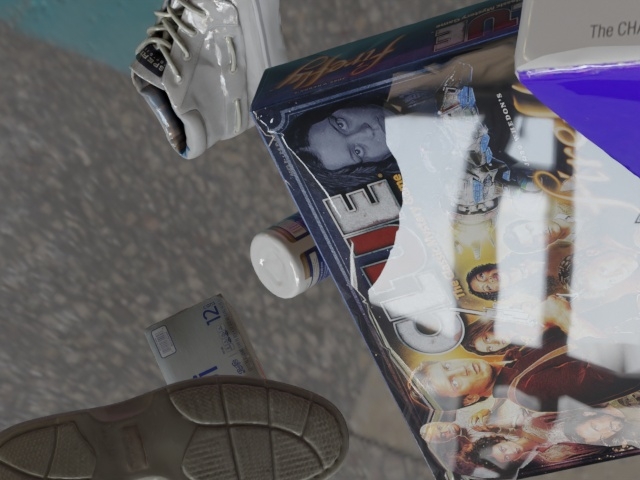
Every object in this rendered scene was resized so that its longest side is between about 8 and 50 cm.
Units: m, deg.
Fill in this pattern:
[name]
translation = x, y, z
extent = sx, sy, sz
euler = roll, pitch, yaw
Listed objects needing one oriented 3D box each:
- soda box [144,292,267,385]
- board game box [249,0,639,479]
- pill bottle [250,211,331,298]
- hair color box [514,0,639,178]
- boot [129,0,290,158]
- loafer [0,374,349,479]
[soda box]
translation = -0.076, 0.204, 1.586
extent = 0.091, 0.098, 0.286
euler = -26, 75, 0
[board game box]
translation = 0.092, 0.007, 0.742
extent = 0.165, 0.042, 0.243
euler = -15, 121, 21
[pill bottle]
translation = 0.000, 0.000, 1.440
extent = 0.120, 0.067, 0.067
euler = -29, 76, -35
[hair color box]
translation = 0.169, -0.181, 0.367
extent = 0.185, 0.110, 0.338
euler = 0, 74, 36
[boot]
translation = -0.103, -0.175, 1.299
extent = 0.123, 0.258, 0.095
euler = -37, 50, -17
[loafer]
translation = -0.054, 0.072, 0.541
extent = 0.125, 0.039, 0.045
euler = -5, 83, -14
